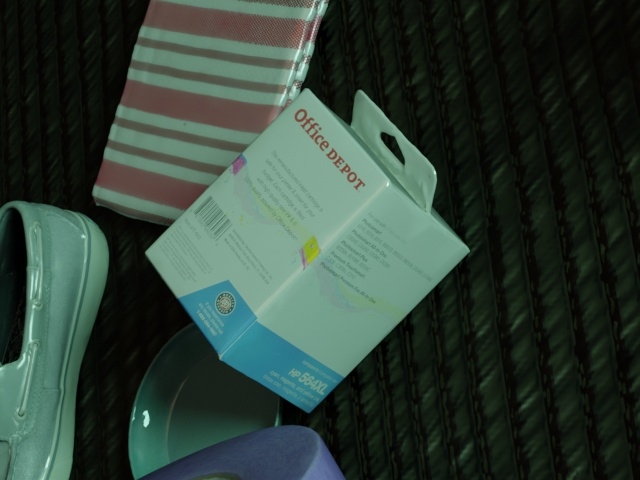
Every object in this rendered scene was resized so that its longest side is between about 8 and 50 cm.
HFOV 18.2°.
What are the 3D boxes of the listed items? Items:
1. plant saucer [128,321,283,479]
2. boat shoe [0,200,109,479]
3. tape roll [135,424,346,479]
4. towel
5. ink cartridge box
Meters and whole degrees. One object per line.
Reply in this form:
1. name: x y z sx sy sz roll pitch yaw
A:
1. plant saucer: -0.060 0.102 1.126 0.119 0.021 0.119 -19 61 38
2. boat shoe: -0.195 0.085 1.217 0.079 0.081 0.228 0 74 43
3. tape roll: -0.097 0.198 0.952 0.274 0.275 0.090 -23 101 36
4. towel: -0.060 -0.100 1.203 0.144 0.029 0.197 15 87 45
5. ink cartridge box: 0.000 0.000 1.049 0.143 0.090 0.092 -44 49 7
